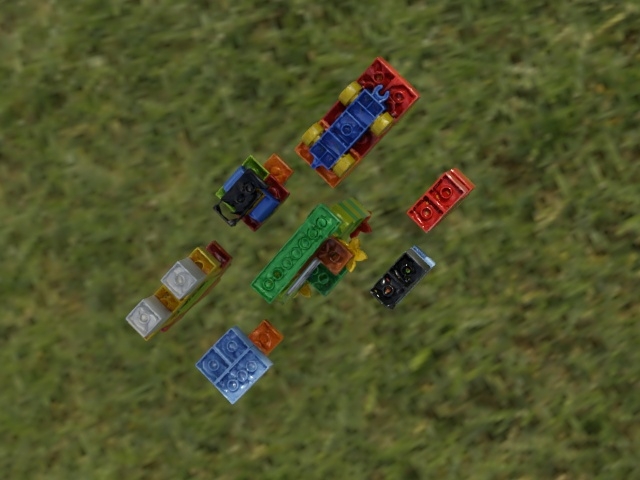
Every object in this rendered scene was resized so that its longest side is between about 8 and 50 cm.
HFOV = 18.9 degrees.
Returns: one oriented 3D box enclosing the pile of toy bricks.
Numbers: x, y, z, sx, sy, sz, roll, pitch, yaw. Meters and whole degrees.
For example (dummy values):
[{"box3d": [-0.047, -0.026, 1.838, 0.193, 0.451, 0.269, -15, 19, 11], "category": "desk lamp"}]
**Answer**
[{"box3d": [0.000, 0.000, 1.099, 0.118, 0.105, 0.212, 45, 106, 5], "category": "pile of toy bricks"}]
